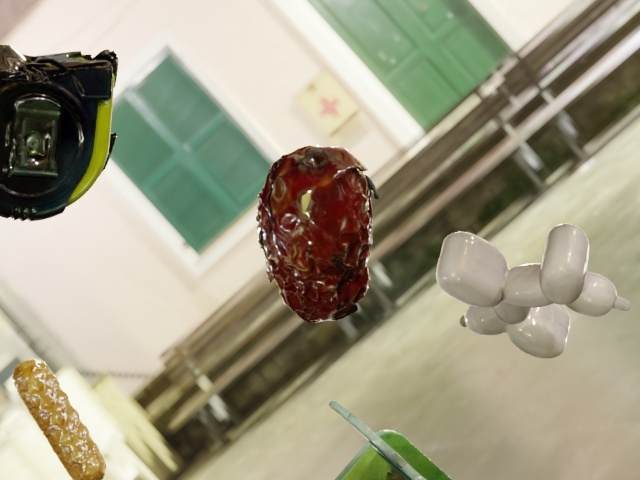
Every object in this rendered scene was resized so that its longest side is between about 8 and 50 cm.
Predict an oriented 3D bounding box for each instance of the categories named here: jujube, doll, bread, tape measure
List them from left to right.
[{"bbox_3d":[-0.304,-0.111,1.516,0.199,0.186,0.112,0,15,-24],"label":"tape measure"},{"bbox_3d":[-0.284,0.198,1.579,0.044,0.157,0.052,-31,-7,-16],"label":"bread"},{"bbox_3d":[-0.004,0.001,1.152,0.104,0.104,0.165,-44,-37,-41],"label":"jujube"},{"bbox_3d":[0.170,0.046,1.201,0.161,0.160,0.059,-6,57,33],"label":"doll"}]

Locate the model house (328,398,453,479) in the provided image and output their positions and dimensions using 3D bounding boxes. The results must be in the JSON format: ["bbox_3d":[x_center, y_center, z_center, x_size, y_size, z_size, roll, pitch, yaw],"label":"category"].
[{"bbox_3d":[0.043,0.339,1.276,0.300,0.340,0.324,-48,24,-5],"label":"model house"}]
